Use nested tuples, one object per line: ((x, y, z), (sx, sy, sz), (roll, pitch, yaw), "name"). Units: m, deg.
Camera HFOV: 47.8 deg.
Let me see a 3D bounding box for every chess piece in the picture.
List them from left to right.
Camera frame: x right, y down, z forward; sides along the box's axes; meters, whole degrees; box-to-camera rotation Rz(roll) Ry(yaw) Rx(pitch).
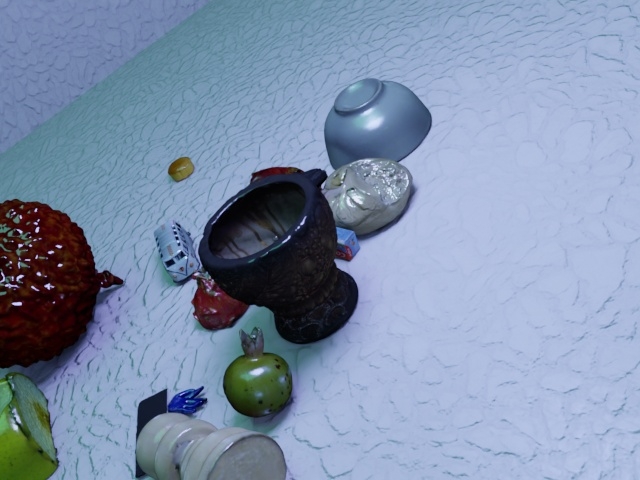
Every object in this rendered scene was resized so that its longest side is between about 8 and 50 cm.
((-0.212, 0.383, 1.245), (0.299, 0.167, 0.167), (1, 47, 49), "chess piece")

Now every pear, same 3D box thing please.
((-0.717, 0.436, 1.562), (0.292, 0.159, 0.292), (-23, 38, 19), "pear")

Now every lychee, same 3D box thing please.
((-0.734, 0.104, 1.782), (0.499, 0.425, 0.424), (-7, 18, -37), "lychee")

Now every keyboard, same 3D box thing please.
((-0.336, 0.383, 1.446), (0.074, 0.015, 0.196), (-25, 36, 5), "keyboard")

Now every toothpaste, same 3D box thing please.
((0.000, 0.000, 1.607), (0.193, 0.070, 0.044), (15, 51, 39), "toothpaste")

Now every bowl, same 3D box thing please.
((0.121, -0.311, 1.809), (0.289, 0.146, 0.289), (-21, 36, 16), "bowl")

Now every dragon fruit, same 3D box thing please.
((-0.237, 0.116, 1.609), (0.153, 0.111, 0.153), (-24, 38, 20), "dragon fruit")
((-0.087, -0.154, 1.808), (0.161, 0.127, 0.121), (-23, 43, 18), "dragon fruit")

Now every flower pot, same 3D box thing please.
((-0.065, 0.049, 1.414), (0.266, 0.267, 0.267), (-20, 37, 16), "flower pot")

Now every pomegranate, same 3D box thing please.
((-0.125, 0.245, 1.323), (0.129, 0.159, 0.129), (-32, 7, 4), "pomegranate")

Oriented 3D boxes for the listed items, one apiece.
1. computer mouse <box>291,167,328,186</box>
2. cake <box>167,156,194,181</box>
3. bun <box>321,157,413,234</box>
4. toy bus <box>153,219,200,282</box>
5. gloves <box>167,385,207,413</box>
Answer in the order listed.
((-0.100, -0.089, 1.695), (0.269, 0.086, 0.137), (-43, 1, 13), "computer mouse")
((-0.431, -0.222, 2.230), (0.084, 0.044, 0.084), (-20, 38, 16), "cake")
((0.088, -0.109, 1.614), (0.237, 0.116, 0.210), (-25, 35, 16), "bun")
((-0.370, 0.024, 1.841), (0.087, 0.089, 0.194), (-33, 36, 1), "toy bus")
((-0.267, 0.322, 1.451), (0.086, 0.026, 0.064), (-15, 37, 25), "gloves")
